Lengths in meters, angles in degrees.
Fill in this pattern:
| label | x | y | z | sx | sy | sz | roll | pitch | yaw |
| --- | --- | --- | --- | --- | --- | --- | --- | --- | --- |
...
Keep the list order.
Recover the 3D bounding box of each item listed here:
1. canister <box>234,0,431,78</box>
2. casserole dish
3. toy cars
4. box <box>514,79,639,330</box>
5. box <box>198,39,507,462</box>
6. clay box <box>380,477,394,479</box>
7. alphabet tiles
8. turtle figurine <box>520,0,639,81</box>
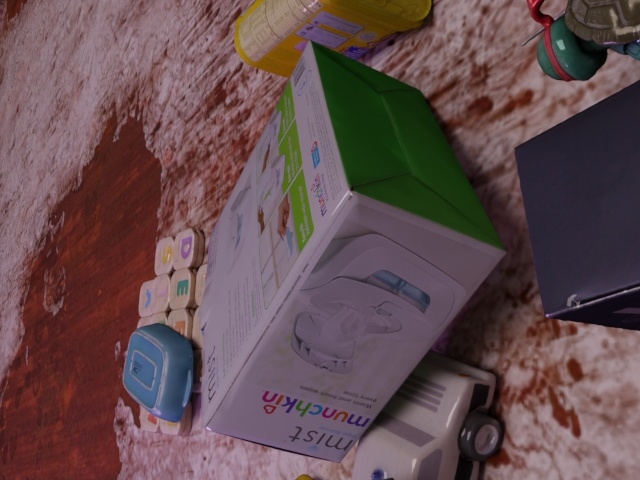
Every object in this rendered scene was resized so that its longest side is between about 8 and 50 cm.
| label | x | y | z | sx | sy | sz | roll | pitch | yaw |
| --- | --- | --- | --- | --- | --- | --- | --- | --- | --- |
| canister | 0.005 | -0.221 | 0.707 | 0.170 | 0.126 | 0.073 | -19 | 66 | 54 |
| casserole dish | -0.227 | 0.176 | 0.986 | 0.188 | 0.037 | 0.114 | 13 | 91 | 57 |
| toy cars | 0.013 | 0.249 | 0.606 | 0.393 | 0.087 | 0.176 | -54 | 42 | 33 |
| box | 0.204 | -0.019 | 0.329 | 0.156 | 0.158 | 0.093 | -30 | 58 | 48 |
| box | 0.000 | 0.000 | 0.596 | 0.231 | 0.127 | 0.262 | -60 | 22 | 28 |
| clay box | 0.047 | 0.287 | 0.504 | 0.127 | 0.053 | 0.222 | -31 | 86 | 39 |
| alphabet tiles | -0.213 | 0.129 | 1.030 | 0.278 | 0.021 | 0.284 | -13 | 70 | 54 |
| turtle figurine | 0.208 | -0.134 | 0.401 | 0.234 | 0.118 | 0.175 | -28 | 65 | 41 |
